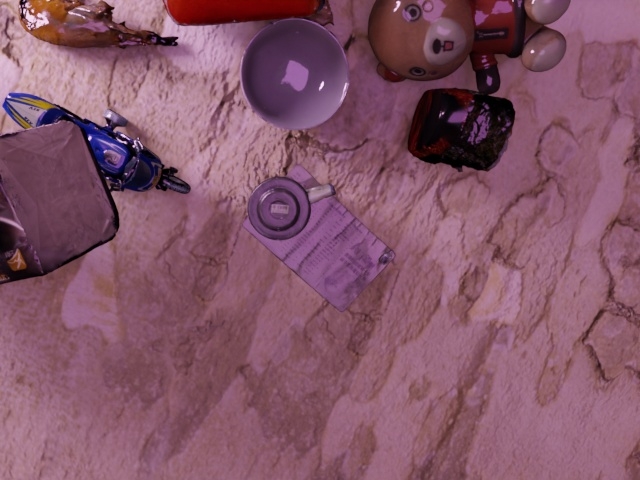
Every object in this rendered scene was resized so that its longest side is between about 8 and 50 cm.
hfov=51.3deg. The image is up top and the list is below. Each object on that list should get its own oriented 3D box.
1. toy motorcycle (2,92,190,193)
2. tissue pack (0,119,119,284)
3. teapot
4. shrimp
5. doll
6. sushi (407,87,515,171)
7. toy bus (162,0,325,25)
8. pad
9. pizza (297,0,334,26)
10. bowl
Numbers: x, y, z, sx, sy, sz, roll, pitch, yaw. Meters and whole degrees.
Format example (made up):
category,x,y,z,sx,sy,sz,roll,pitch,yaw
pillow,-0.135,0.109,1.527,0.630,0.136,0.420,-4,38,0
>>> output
category,x,y,z,sx,sy,sz,roll,pitch,yaw
toy motorcycle,-0.361,-0.154,1.108,0.316,0.169,0.113,28,96,-11
tissue pack,-0.525,-0.041,1.028,0.370,0.198,0.209,-12,108,27
teapot,-0.059,-0.075,1.191,0.111,0.108,0.149,43,97,-8
shrimp,-0.373,-0.382,1.120,0.262,0.066,0.117,1,100,-10
doll,0.245,-0.376,1.130,0.330,0.174,0.235,-4,139,6
sushi,0.238,-0.195,1.152,0.126,0.225,0.136,12,92,-8
toy bus,-0.130,-0.404,1.061,0.265,0.119,0.121,-3,123,6
pad,0.000,0.000,1.265,0.265,0.009,0.159,42,93,-12
pizza,-0.076,-0.455,1.139,0.227,0.069,0.147,9,118,-4
bowl,-0.048,-0.289,1.169,0.189,0.086,0.188,-2,101,-8
